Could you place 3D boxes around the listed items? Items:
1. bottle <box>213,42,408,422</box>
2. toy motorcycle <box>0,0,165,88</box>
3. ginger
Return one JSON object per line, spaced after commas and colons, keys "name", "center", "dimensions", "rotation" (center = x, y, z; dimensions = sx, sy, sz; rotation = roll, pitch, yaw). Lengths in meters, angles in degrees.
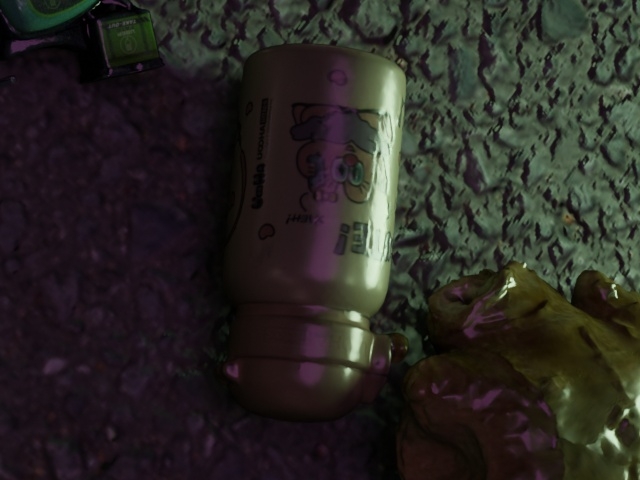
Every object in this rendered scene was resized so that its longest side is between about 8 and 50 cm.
{"name": "bottle", "center": [0.000, 0.000, 1.141], "dimensions": [0.110, 0.097, 0.209], "rotation": [7, 79, -14]}
{"name": "toy motorcycle", "center": [-0.178, -0.120, 1.095], "dimensions": [0.173, 0.058, 0.100], "rotation": [-15, 95, -30]}
{"name": "ginger", "center": [0.154, 0.097, 1.195], "dimensions": [0.219, 0.123, 0.270], "rotation": [53, 54, -13]}
